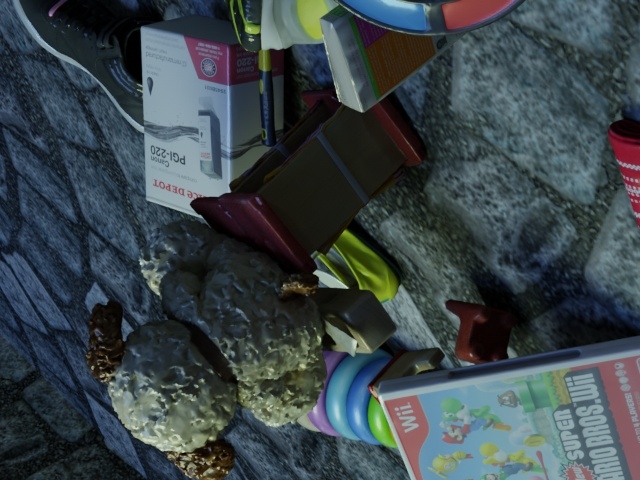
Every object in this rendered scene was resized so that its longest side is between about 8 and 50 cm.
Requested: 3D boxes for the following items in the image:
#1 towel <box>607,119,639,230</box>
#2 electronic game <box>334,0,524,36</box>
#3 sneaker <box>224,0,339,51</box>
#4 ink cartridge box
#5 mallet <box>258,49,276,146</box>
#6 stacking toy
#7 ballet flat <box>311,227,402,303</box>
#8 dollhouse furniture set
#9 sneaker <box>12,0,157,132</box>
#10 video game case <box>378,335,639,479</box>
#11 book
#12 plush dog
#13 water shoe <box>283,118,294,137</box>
[{"bbox_3d":[0.351,0.025,1.306,0.199,0.031,0.274,22,142,51],"label":"towel"},{"bbox_3d":[0.082,-0.268,1.241,0.229,0.048,0.229,8,130,10],"label":"electronic game"},{"bbox_3d":[-0.005,-0.353,1.323,0.145,0.147,0.384,-115,25,-51],"label":"sneaker"},{"bbox_3d":[-0.126,-0.140,1.760,0.159,0.092,0.217,18,117,41],"label":"ink cartridge box"},{"bbox_3d":[-0.063,-0.186,1.550,0.062,0.039,0.189,37,138,35],"label":"mallet"},{"bbox_3d":[0.108,0.218,1.913,0.330,0.141,0.141,18,139,47],"label":"stacking toy"},{"bbox_3d":[0.000,0.000,1.860,0.231,0.077,0.077,44,156,21],"label":"ballet flat"},{"bbox_3d":[0.059,0.033,1.663,0.374,0.201,0.152,53,157,-17],"label":"dollhouse furniture set"},{"bbox_3d":[-0.284,-0.277,1.975,0.296,0.104,0.147,45,154,4],"label":"sneaker"},{"bbox_3d":[0.224,0.202,1.561,0.285,0.025,0.204,-12,123,16],"label":"video game case"},{"bbox_3d":[0.069,-0.195,1.371,0.035,0.144,0.096,29,147,44],"label":"book"},{"bbox_3d":[-0.113,0.120,1.551,0.262,0.225,0.210,51,158,-9],"label":"plush dog"},{"bbox_3d":[-0.041,-0.099,1.828,0.203,0.073,0.080,52,175,19],"label":"water shoe"}]
